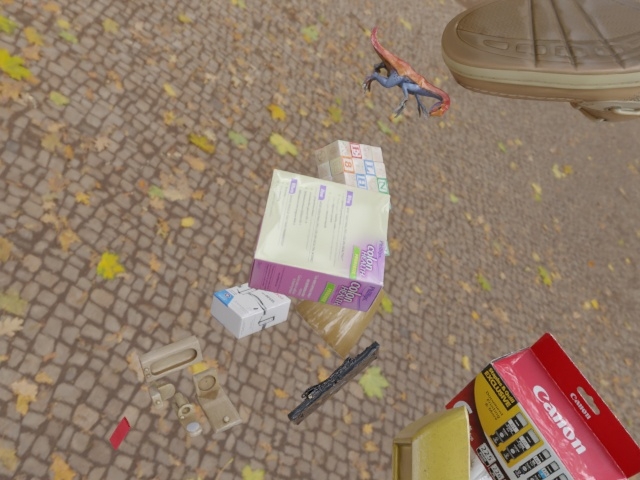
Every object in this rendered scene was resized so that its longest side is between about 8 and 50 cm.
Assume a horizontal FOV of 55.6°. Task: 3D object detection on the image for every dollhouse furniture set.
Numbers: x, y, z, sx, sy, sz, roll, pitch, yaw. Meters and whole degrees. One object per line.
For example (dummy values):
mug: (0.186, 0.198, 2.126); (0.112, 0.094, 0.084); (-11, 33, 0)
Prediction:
dollhouse furniture set: (-0.249, 0.288, 1.167); (0.144, 0.151, 0.123); (-19, 31, -24)

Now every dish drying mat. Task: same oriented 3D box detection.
dish drying mat: (-0.440, 0.424, 1.333); (0.008, 0.083, 0.032); (-5, 47, -52)

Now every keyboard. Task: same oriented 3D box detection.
keyboard: (0.038, 0.383, 1.660); (0.317, 0.201, 0.033); (-38, 68, -14)

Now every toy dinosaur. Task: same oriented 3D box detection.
toy dinosaur: (0.081, -0.146, 0.565); (0.082, 0.090, 0.047); (13, 41, 28)

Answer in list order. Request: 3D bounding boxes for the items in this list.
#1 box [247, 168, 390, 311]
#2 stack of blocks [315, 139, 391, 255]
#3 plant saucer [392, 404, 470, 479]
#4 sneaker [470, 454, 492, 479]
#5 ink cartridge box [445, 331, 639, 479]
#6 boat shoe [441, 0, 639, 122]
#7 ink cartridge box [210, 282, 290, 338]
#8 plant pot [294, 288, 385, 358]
box: (0.000, 0.000, 1.188); (0.242, 0.117, 0.214); (12, 56, -5)
stack of blocks: (0.096, -0.097, 1.569); (0.171, 0.087, 0.297); (1, 76, -46)
plant saucer: (0.171, 0.450, 1.005); (0.081, 0.333, 0.333); (4, 71, 0)
sneaker: (0.542, 0.775, 2.037); (0.090, 0.232, 0.115); (45, 3, -21)
ink cartridge box: (0.440, 0.388, 1.223); (0.130, 0.272, 0.309); (-12, 55, -33)
boat shoe: (0.283, -0.158, 0.571); (0.341, 0.110, 0.122); (2, 57, 4)
ink cartridge box: (-0.218, 0.209, 1.903); (0.148, 0.086, 0.203); (33, 33, 33)
plant pot: (0.086, 0.221, 2.028); (0.237, 0.254, 0.237); (46, -3, 3)
